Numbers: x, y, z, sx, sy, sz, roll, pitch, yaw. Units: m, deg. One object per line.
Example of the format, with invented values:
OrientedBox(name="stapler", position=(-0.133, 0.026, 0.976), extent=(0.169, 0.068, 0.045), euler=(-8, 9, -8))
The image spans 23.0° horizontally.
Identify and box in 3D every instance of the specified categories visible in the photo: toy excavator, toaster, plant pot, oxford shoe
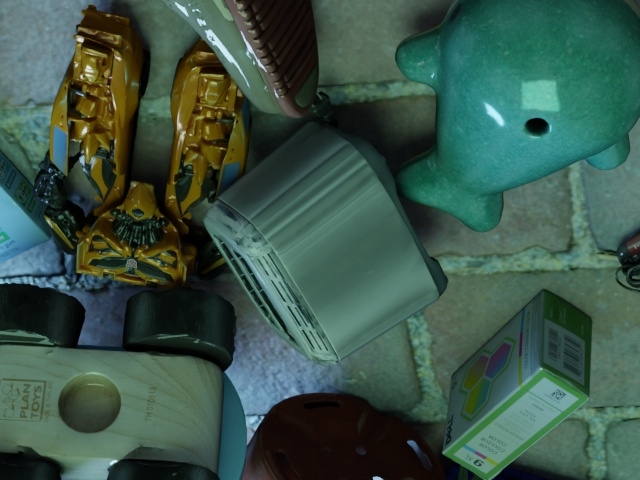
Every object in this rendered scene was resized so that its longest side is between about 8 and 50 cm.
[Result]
OrientedBox(name="toy excavator", position=(-0.291, 0.228, 1.582), extent=(0.433, 0.222, 0.445), euler=(3, 154, -2))
OrientedBox(name="toaster", position=(0.000, 0.000, 1.379), extent=(0.146, 0.129, 0.227), euler=(-38, 124, -13))
OrientedBox(name="plant pot", position=(-0.009, 0.316, 1.603), extent=(0.272, 0.272, 0.265), euler=(20, 122, -6))
OrientedBox(name="oxford shoe", position=(-0.113, -0.242, 1.248), extent=(0.130, 0.123, 0.348), euler=(-15, 115, 28))

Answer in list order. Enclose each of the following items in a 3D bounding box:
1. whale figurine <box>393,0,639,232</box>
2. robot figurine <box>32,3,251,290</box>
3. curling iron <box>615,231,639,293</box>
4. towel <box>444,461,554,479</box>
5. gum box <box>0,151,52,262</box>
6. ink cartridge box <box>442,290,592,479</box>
OrientedBox(name="whale figurine", position=(0.156, -0.099, 1.292), extent=(0.216, 0.141, 0.272), euler=(25, 130, -11))
OrientedBox(name="robot figurine", position=(-0.157, -0.065, 1.412), extent=(0.211, 0.085, 0.291), euler=(11, 130, 0))
OrientedBox(name="curling iron", position=(0.368, -0.033, 1.377), extent=(0.068, 0.035, 0.274), euler=(33, 128, -22))
OrientedBox(name="towel", position=(0.195, 0.362, 1.717), extent=(0.227, 0.076, 0.308), euler=(13, 131, -8))
OrientedBox(name="gum box", position=(-0.368, -0.047, 1.495), extent=(0.157, 0.041, 0.184), euler=(-24, 122, 26))
OrientedBox(name="ink cartridge box", position=(0.173, 0.156, 1.520), extent=(0.062, 0.109, 0.209), euler=(31, 128, -15))
